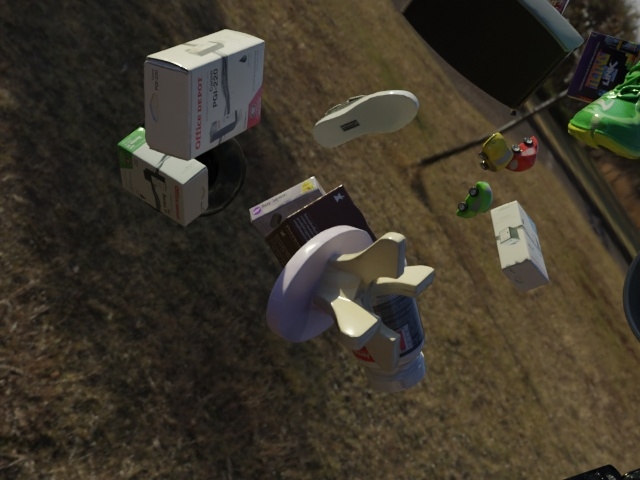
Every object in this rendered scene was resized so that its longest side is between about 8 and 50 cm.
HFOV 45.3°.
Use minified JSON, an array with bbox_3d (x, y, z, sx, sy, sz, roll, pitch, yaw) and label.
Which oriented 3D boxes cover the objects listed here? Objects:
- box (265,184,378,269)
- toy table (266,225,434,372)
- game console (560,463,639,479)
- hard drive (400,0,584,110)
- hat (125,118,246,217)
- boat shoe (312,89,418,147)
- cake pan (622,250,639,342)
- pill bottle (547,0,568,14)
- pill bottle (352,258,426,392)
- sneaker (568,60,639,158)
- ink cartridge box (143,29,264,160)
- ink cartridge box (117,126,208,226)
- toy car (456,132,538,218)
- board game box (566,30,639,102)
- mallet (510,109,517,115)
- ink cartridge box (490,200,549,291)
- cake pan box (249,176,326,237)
[{"bbox_3d":[0.000,0.000,1.816,0.168,0.167,0.203,58,-22,2],"label":"box"},{"bbox_3d":[0.059,0.090,1.267,0.274,0.161,0.252,-45,140,-38],"label":"toy table"},{"bbox_3d":[0.513,0.449,1.317,0.044,0.361,0.213,-122,-149,-46],"label":"game console"},{"bbox_3d":[0.259,-0.332,1.200,0.254,0.172,0.054,41,37,0],"label":"hard drive"},{"bbox_3d":[-0.367,-0.185,2.067,0.134,0.331,0.331,113,-42,-66],"label":"hat"},{"bbox_3d":[0.117,-0.320,1.922,0.108,0.301,0.102,51,43,-26],"label":"boat shoe"},{"bbox_3d":[0.686,0.099,1.340,0.054,0.293,0.293,36,33,-47],"label":"cake pan"},{"bbox_3d":[0.480,-0.556,1.613,0.221,0.121,0.121,99,-24,-62],"label":"pill bottle"},{"bbox_3d":[0.171,0.220,2.104,0.210,0.210,0.363,-68,144,-62],"label":"pill bottle"},{"bbox_3d":[0.433,-0.198,1.035,0.109,0.123,0.295,31,43,34],"label":"sneaker"},{"bbox_3d":[-0.189,-0.246,1.277,0.218,0.092,0.159,-39,142,-50],"label":"ink cartridge box"},{"bbox_3d":[-0.374,-0.150,1.831,0.208,0.153,0.087,31,53,18],"label":"ink cartridge box"},{"bbox_3d":[0.385,-0.131,1.701,0.053,0.225,0.239,45,28,26],"label":"toy car"},{"bbox_3d":[0.725,-0.428,1.949,0.141,0.170,0.048,24,11,24],"label":"board game box"},{"bbox_3d":[0.489,-0.390,1.827,0.039,0.190,0.062,19,20,12],"label":"mallet"},{"bbox_3d":[0.518,0.016,2.001,0.139,0.082,0.191,39,36,-43],"label":"ink cartridge box"},{"bbox_3d":[-0.065,-0.061,2.518,0.267,0.245,0.070,50,18,-47],"label":"cake pan box"}]
